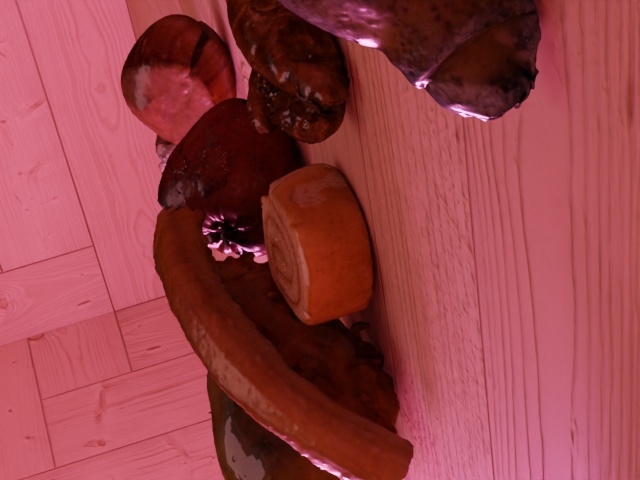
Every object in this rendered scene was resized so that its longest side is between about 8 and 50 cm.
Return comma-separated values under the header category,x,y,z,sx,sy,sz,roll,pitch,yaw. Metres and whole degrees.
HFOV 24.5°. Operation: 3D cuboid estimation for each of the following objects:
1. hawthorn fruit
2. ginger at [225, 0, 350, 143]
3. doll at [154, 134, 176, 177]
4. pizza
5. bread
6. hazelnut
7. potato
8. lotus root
category,x,y,z,sx,sy,sz,roll,pitch,yaw
hawthorn fruit,-0.078,-0.069,1.439,0.148,0.148,0.172,87,-169,-61
ginger,-0.027,-0.129,1.102,0.103,0.073,0.162,81,168,-51
doll,-0.168,-0.100,2.049,0.221,0.105,0.115,87,-158,-58
pizza,-0.030,0.087,1.290,0.365,0.182,0.074,50,128,38
bread,0.000,0.000,1.231,0.149,0.073,0.122,-126,26,-62
hazelnut,-0.164,-0.191,1.762,0.154,0.143,0.143,59,179,-24
potato,-0.021,0.174,1.397,0.143,0.169,0.248,30,-144,-63
lotus root,-0.009,-0.192,0.606,0.158,0.140,0.322,-166,57,-81
